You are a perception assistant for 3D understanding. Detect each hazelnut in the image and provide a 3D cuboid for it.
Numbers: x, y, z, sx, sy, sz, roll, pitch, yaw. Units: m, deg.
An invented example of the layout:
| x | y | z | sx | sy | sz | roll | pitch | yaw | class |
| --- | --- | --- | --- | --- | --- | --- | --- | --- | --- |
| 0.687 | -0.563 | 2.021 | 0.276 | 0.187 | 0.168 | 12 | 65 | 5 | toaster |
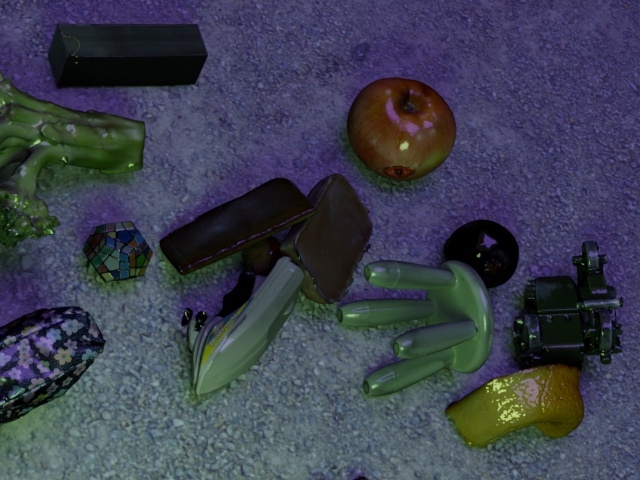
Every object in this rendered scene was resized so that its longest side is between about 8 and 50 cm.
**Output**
| x | y | z | sx | sy | sz | roll | pitch | yaw | class |
| --- | --- | --- | --- | --- | --- | --- | --- | --- | --- |
| -0.093 | 0.030 | 2.088 | 0.086 | 0.086 | 0.086 | 13 | 52 | -17 | hazelnut |

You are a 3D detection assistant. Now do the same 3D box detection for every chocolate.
| x | y | z | sx | sy | sz | roll | pitch | yaw | class |
| --- | --- | --- | --- | --- | --- | --- | --- | --- | --- |
| -0.001 | 0.001 | 2.126 | 0.161 | 0.083 | 0.261 | 60 | 35 | -23 | chocolate |

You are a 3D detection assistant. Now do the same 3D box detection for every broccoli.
| x | y | z | sx | sy | sz | roll | pitch | yaw | class |
| --- | --- | --- | --- | --- | --- | --- | --- | --- | --- |
| -0.493 | -0.196 | 1.972 | 0.397 | 0.275 | 0.353 | -39 | 108 | -42 | broccoli |

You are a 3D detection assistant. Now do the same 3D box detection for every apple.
| x | y | z | sx | sy | sz | roll | pitch | yaw | class |
| --- | --- | --- | --- | --- | --- | --- | --- | --- | --- |
| 0.154 | -0.213 | 2.318 | 0.209 | 0.164 | 0.209 | 11 | 53 | -15 | apple |

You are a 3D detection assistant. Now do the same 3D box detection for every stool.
| x | y | z | sx | sy | sz | roll | pitch | yaw | class |
| --- | --- | --- | --- | --- | --- | --- | --- | --- | --- |
| 0.160 | 0.137 | 2.053 | 0.199 | 0.195 | 0.195 | -5 | 60 | -23 | stool |

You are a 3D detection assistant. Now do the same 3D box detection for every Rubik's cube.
| x | y | z | sx | sy | sz | roll | pitch | yaw | class |
| --- | --- | --- | --- | --- | --- | --- | --- | --- | --- |
| -0.326 | 0.018 | 1.970 | 0.111 | 0.111 | 0.093 | -9 | 86 | -30 | Rubik's cube |

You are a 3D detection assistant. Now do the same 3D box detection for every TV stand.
| x | y | z | sx | sy | sz | roll | pitch | yaw | class |
| --- | --- | --- | --- | --- | --- | --- | --- | --- | --- |
| -0.349 | -0.336 | 2.219 | 0.269 | 0.088 | 0.082 | -5 | 60 | -28 | TV stand |

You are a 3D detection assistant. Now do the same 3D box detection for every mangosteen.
| x | y | z | sx | sy | sz | roll | pitch | yaw | class |
| --- | --- | --- | --- | --- | --- | --- | --- | --- | --- |
| 0.291 | 0.018 | 2.253 | 0.137 | 0.137 | 0.151 | 8 | 19 | -20 | mangosteen |

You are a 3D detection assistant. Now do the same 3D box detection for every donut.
| x | y | z | sx | sy | sz | roll | pitch | yaw | class |
| --- | --- | --- | --- | --- | --- | --- | --- | --- | --- |
| 0.356 | 0.272 | 2.070 | 0.259 | 0.152 | 0.101 | -1 | 60 | -25 | donut |

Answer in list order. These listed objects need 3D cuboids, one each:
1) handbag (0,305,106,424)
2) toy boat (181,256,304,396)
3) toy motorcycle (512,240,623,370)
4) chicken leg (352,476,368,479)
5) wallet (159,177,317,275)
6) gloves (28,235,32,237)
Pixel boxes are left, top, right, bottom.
| x | y | z | sx | sy | sz | roll | pitch | yaw | class |
| --- | --- | --- | --- | --- | --- | --- | --- | --- | --- |
| -0.422 | 0.181 | 1.738 | 0.229 | 0.208 | 0.127 | -29 | 87 | -31 | handbag |
| -0.136 | 0.132 | 1.955 | 0.141 | 0.141 | 0.269 | 46 | 53 | 11 | toy boat |
| 0.450 | 0.129 | 2.240 | 0.205 | 0.127 | 0.275 | -4 | 46 | 6 | toy motorcycle |
| 0.014 | 0.444 | 1.842 | 0.105 | 0.063 | 0.234 | 27 | 50 | 1 | chicken leg |
| -0.142 | -0.027 | 2.046 | 0.255 | 0.031 | 0.137 | -25 | 35 | -14 | wallet |
| -0.472 | -0.033 | 1.981 | 0.044 | 0.037 | 0.081 | 8 | 50 | 26 | gloves |
